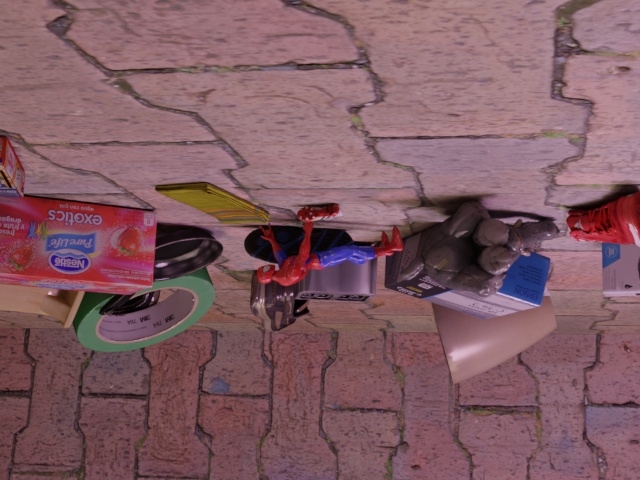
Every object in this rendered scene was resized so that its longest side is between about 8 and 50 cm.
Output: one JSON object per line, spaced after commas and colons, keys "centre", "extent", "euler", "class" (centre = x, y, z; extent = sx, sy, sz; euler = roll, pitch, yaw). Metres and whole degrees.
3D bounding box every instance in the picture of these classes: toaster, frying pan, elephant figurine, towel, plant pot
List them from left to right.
{"centre": [-0.321, 0.058, 2.121], "extent": [0.197, 0.053, 0.326], "euler": [-6, 157, -32], "class": "frying pan"}
{"centre": [-0.180, -0.060, 1.778], "extent": [0.102, 0.021, 0.237], "euler": [-4, 168, 22], "class": "towel"}
{"centre": [0.032, 0.066, 2.171], "extent": [0.168, 0.110, 0.186], "euler": [2, 169, -7], "class": "toaster"}
{"centre": [0.284, 0.016, 1.805], "extent": [0.186, 0.169, 0.239], "euler": [28, -165, 18], "class": "elephant figurine"}
{"centre": [0.416, 0.189, 2.495], "extent": [0.274, 0.257, 0.256], "euler": [-15, 168, 5], "class": "plant pot"}

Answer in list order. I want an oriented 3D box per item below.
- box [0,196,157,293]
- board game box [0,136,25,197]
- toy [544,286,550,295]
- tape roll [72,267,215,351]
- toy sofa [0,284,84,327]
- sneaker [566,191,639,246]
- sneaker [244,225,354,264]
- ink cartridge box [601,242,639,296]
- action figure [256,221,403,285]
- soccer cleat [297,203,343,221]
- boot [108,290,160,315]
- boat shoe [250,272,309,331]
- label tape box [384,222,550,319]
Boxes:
{"centre": [-0.461, 0.011, 1.871], "extent": [0.300, 0.142, 0.154], "euler": [7, 169, -25], "class": "box"}
{"centre": [-0.516, -0.108, 1.507], "extent": [0.146, 0.045, 0.193], "euler": [4, 169, -9], "class": "board game box"}
{"centre": [0.413, 0.062, 2.212], "extent": [0.136, 0.056, 0.237], "euler": [7, 162, 21], "class": "toy"}
{"centre": [-0.398, 0.139, 2.329], "extent": [0.321, 0.077, 0.321], "euler": [-20, 154, -11], "class": "tape roll"}
{"centre": [-0.674, 0.060, 2.139], "extent": [0.362, 0.150, 0.177], "euler": [11, -158, -41], "class": "toy sofa"}
{"centre": [0.464, -0.024, 1.699], "extent": [0.128, 0.087, 0.221], "euler": [-3, 167, 19], "class": "sneaker"}
{"centre": [-0.045, 0.019, 2.015], "extent": [0.211, 0.080, 0.081], "euler": [5, 166, -9], "class": "sneaker"}
{"centre": [0.644, 0.053, 2.023], "extent": [0.180, 0.104, 0.060], "euler": [-3, 167, 21], "class": "ink cartridge box"}
{"centre": [0.000, 0.000, 1.934], "extent": [0.280, 0.139, 0.091], "euler": [-18, 174, -21], "class": "action figure"}
{"centre": [0.000, -0.046, 1.804], "extent": [0.083, 0.029, 0.035], "euler": [-9, 162, 25], "class": "soccer cleat"}
{"centre": [-0.599, 0.107, 2.445], "extent": [0.377, 0.138, 0.284], "euler": [2, 171, 28], "class": "boot"}
{"centre": [-0.087, 0.165, 2.659], "extent": [0.130, 0.132, 0.355], "euler": [0, 170, 9], "class": "boat shoe"}
{"centre": [0.266, 0.074, 2.080], "extent": [0.240, 0.106, 0.333], "euler": [18, 164, -15], "class": "label tape box"}
